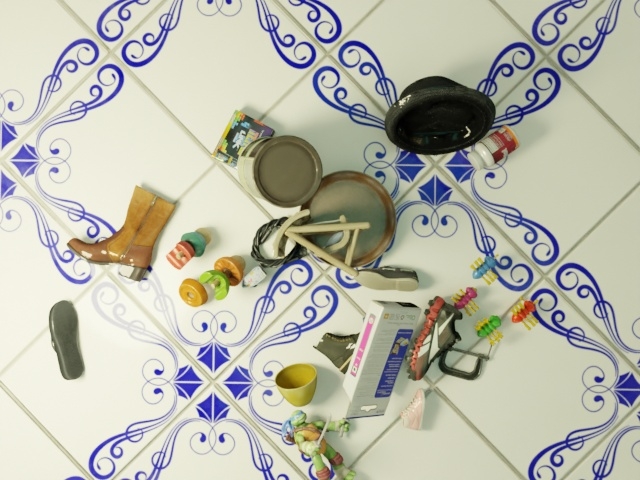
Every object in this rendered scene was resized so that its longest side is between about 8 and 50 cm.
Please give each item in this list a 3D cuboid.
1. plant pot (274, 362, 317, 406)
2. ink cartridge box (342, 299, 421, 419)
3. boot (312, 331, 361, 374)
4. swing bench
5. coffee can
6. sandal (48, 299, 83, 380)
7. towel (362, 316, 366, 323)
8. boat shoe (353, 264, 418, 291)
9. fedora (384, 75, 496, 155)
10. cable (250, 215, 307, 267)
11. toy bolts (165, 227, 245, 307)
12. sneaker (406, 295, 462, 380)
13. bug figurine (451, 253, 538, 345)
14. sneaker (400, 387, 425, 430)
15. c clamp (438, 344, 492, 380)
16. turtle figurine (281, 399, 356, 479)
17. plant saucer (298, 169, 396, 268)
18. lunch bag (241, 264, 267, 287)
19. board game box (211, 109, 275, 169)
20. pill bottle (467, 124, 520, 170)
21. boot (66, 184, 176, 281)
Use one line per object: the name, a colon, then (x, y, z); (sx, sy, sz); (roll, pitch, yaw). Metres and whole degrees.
plant pot: (-0.068, 0.462, 1.939); (0.134, 0.134, 0.095); (-12, 113, 1)
ink cartridge box: (0.178, 0.363, 1.894); (0.175, 0.069, 0.371); (9, 101, -41)
boot: (0.077, 0.307, 1.945); (0.137, 0.077, 0.198); (36, 101, 6)
swing bench: (0.000, 0.000, 1.825); (0.254, 0.253, 0.165); (14, 89, 1)
coffee can: (-0.129, -0.209, 1.841); (0.201, 0.275, 0.202); (-3, 99, -17)
sandal: (-0.818, 0.318, 1.965); (0.054, 0.097, 0.255); (-9, 88, 27)
towel: (0.182, 0.292, 1.977); (0.067, 0.029, 0.120); (-20, 89, 1)
boat shoe: (0.210, 0.115, 1.975); (0.205, 0.075, 0.065); (7, 46, 6)
fedora: (0.358, -0.405, 1.899); (0.333, 0.334, 0.153); (-2, 59, 1)
cable: (-0.140, 0.007, 1.977); (0.184, 0.047, 0.151); (-18, 89, 1)
toy bolts: (-0.368, 0.075, 1.962); (0.218, 0.158, 0.229); (-32, 101, 40)
sneaker: (0.361, 0.319, 1.930); (0.135, 0.097, 0.276); (22, 89, 17)
bug figurine: (0.540, 0.188, 1.952); (0.216, 0.072, 0.279); (-41, 93, 6)
sneaker: (0.290, 0.532, 1.960); (0.070, 0.051, 0.135); (7, 93, -4)
c clamp: (0.460, 0.375, 1.978); (0.160, 0.022, 0.137); (9, 94, -1)
turtle figurine: (0.033, 0.626, 1.893); (0.274, 0.198, 0.267); (-25, 93, 4)
plant saucer: (0.085, -0.067, 1.974); (0.310, 0.050, 0.311); (0, 90, 1)
lunch bag: (-0.213, 0.121, 1.964); (0.083, 0.071, 0.053); (-37, 93, -2)
board game box: (-0.246, -0.309, 1.982); (0.141, 0.048, 0.170); (27, 90, 2)
pill bottle: (0.543, -0.288, 1.952); (0.152, 0.086, 0.086); (-34, 89, 1)
boot: (-0.631, -0.044, 1.961); (0.263, 0.096, 0.281); (22, 89, 1)
